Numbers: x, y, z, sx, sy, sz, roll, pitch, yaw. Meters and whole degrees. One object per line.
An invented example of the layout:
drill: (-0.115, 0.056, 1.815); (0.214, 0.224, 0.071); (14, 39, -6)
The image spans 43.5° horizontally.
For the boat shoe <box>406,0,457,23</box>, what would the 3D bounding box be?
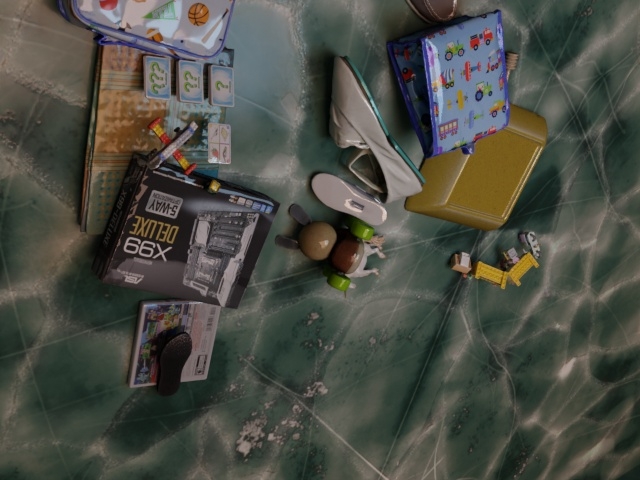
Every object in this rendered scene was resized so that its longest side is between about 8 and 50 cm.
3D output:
boat shoe: (0.220, -0.584, 1.647); (0.117, 0.097, 0.324); (-37, 128, -14)

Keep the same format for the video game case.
video game case: (-0.314, 0.218, 1.729); (0.184, 0.023, 0.201); (0, 114, -35)

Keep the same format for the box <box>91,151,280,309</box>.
box: (-0.258, -0.011, 1.560); (0.308, 0.076, 0.242); (17, 100, -38)

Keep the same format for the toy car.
toy car: (0.000, 0.000, 1.795); (0.189, 0.149, 0.155); (23, 99, -12)

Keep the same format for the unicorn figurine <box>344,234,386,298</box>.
unicorn figurine: (0.097, 0.059, 1.918); (0.111, 0.060, 0.161); (8, 92, -37)

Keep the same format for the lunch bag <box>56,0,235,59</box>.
lunch bag: (-0.289, -0.433, 1.348); (0.303, 0.115, 0.243); (10, 101, -38)

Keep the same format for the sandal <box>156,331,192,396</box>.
sandal: (-0.320, 0.259, 1.711); (0.067, 0.040, 0.179); (-1, 128, -29)

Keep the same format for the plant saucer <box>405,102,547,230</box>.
plant saucer: (0.410, -0.179, 1.980); (0.333, 0.081, 0.332); (11, 110, -38)

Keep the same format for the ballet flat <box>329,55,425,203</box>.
ballet flat: (0.099, -0.217, 1.741); (0.139, 0.139, 0.400); (-45, 131, -8)

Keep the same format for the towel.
towel: (-0.309, -0.192, 1.519); (0.272, 0.040, 0.370); (-2, 112, -35)

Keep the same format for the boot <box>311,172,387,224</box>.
boot: (0.060, -0.098, 1.808); (0.190, 0.086, 0.069); (31, 102, -13)

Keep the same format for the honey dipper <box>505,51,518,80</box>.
honey dipper: (0.451, -0.378, 1.956); (0.031, 0.030, 0.160); (-8, 118, -32)

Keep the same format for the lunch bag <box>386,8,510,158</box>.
lunch bag: (0.304, -0.329, 1.764); (0.221, 0.138, 0.293); (-24, 109, -23)

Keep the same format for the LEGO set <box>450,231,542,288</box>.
LEGO set: (0.468, 0.073, 2.174); (0.287, 0.107, 0.132); (-16, 86, -23)

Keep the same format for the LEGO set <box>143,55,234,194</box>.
LEGO set: (-0.229, -0.208, 1.454); (0.183, 0.060, 0.244); (1, 89, -37)
